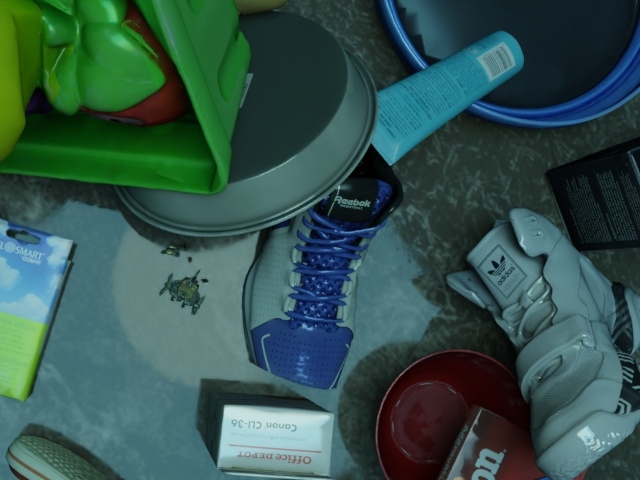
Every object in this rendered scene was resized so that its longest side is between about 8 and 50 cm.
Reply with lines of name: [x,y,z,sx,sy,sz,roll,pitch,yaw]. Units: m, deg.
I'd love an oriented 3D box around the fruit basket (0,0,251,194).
fruit basket: [-0.281,-0.142,0.858,0.392,0.392,0.283,-28,134,-11]

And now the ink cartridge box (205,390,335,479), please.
ink cartridge box: [-0.053,0.200,1.019,0.115,0.198,0.067,6,86,-11]

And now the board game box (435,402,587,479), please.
board game box: [0.165,0.331,1.045,0.145,0.027,0.281,27,85,-10]

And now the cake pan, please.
cake pan: [-0.088,-0.134,1.012,0.293,0.054,0.293,-8,51,10]

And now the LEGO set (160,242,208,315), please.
LEGO set: [-0.153,0.045,1.101,0.054,0.023,0.083,3,73,-13]

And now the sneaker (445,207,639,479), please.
sneaker: [0.229,0.095,1.036,0.210,0.366,0.137,42,118,2]

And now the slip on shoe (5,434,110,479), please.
slip on shoe: [-0.216,0.337,1.026,0.101,0.123,0.331,-41,100,-7]

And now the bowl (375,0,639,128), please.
bowl: [0.246,-0.323,1.169,0.391,0.077,0.391,1,87,-11]

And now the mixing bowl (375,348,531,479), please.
mixing bowl: [0.137,0.209,1.107,0.182,0.098,0.181,0,88,-12]

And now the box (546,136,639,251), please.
box: [0.378,-0.064,1.115,0.153,0.207,0.108,-21,91,-11]

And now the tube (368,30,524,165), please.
tube: [0.127,-0.158,1.049,0.207,0.052,0.080,-32,69,-23]

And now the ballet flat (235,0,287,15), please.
ballet flat: [-0.138,-0.279,1.063,0.232,0.080,0.073,30,92,25]

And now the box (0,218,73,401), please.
box: [-0.339,0.071,1.049,0.109,0.042,0.178,17,84,-11]

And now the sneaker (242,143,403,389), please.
sneaker: [0.000,-0.001,1.049,0.128,0.182,0.315,11,85,-9]
